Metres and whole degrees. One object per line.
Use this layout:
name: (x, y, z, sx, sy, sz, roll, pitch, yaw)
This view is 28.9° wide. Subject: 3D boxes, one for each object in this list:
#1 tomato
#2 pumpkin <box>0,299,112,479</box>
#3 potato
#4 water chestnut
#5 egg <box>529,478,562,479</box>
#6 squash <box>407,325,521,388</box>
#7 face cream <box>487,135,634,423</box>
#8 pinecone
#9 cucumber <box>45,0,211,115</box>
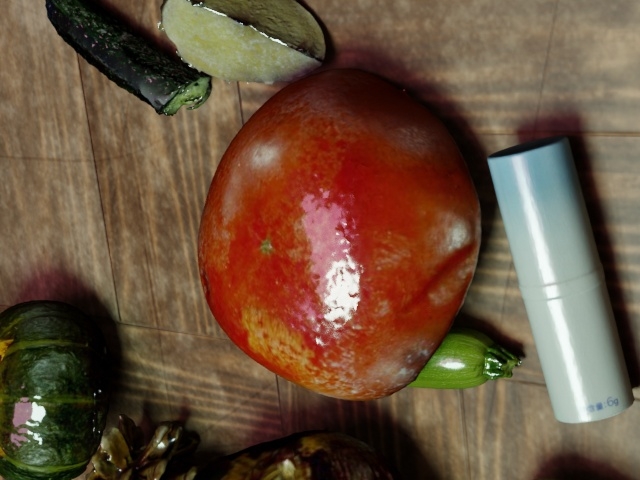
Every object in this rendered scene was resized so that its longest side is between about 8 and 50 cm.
tomato: (-0.011, -0.002, 1.203, 0.338, 0.143, 0.339, 4, 96, 43)
pumpkin: (-0.339, 0.188, 1.543, 0.238, 0.159, 0.238, -2, 88, 61)
potato: (-0.075, -0.222, 1.277, 0.172, 0.089, 0.101, 20, 145, -3)
water chestnut: (-0.055, 0.347, 1.283, 0.335, 0.347, 0.335, -34, 39, 33)
egg: (0.232, 0.316, 1.153, 0.201, 0.164, 0.164, 49, 129, 9)
squash: (0.081, 0.117, 1.265, 0.258, 0.069, 0.069, -4, 103, 39)
face cream: (0.217, 0.035, 1.120, 0.077, 0.077, 0.250, -8, 101, 40)
pinecone: (-0.196, 0.300, 1.485, 0.150, 0.179, 0.195, -44, 83, 8)
cucumber: (-0.228, -0.213, 1.402, 0.245, 0.067, 0.067, 36, 124, 27)
